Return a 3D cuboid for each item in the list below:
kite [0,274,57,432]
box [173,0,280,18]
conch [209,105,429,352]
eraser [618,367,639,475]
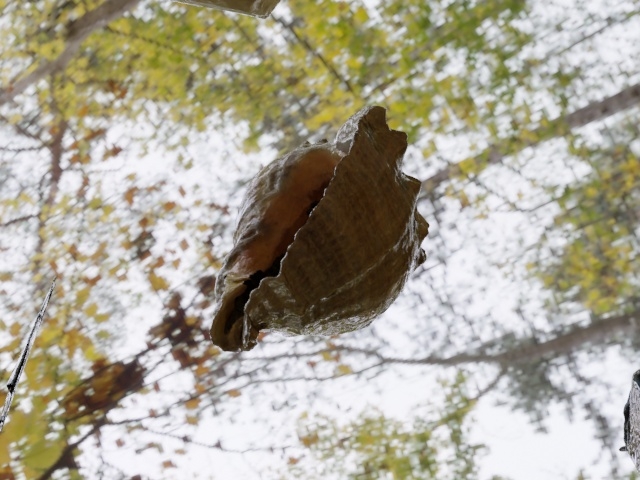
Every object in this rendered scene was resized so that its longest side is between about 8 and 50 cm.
[{"bbox_3d":[-0.257,0.158,0.915,0.011,0.335,0.314,19,-121,-10],"label":"kite"},{"bbox_3d":[-0.127,-0.203,0.591,0.164,0.069,0.256,51,-153,20],"label":"box"},{"bbox_3d":[0.016,0.007,1.296,0.210,0.297,0.352,25,-139,-11],"label":"conch"},{"bbox_3d":[0.316,0.181,0.795,0.332,0.155,0.101,-90,-2,-72],"label":"eraser"}]
